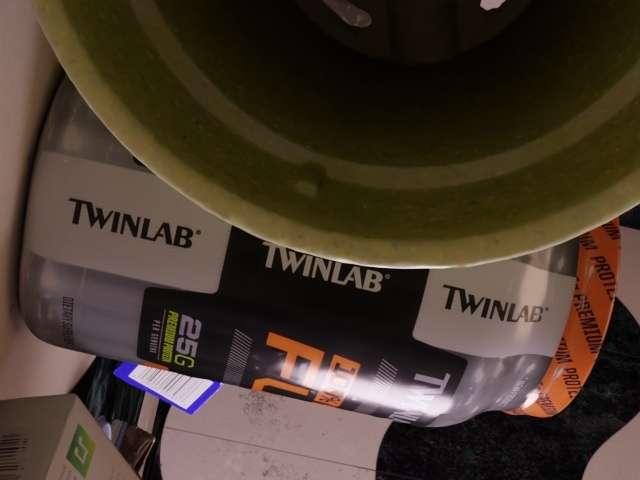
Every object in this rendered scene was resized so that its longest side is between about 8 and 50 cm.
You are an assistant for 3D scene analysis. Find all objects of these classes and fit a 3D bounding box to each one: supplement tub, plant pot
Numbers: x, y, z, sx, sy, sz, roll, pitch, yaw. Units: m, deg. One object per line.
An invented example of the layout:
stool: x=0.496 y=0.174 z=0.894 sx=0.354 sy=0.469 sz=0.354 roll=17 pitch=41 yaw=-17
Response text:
supplement tub: x=0.000 y=0.000 z=0.547 sx=0.193 sy=0.315 sz=0.194 roll=-167 pitch=-90 yaw=-86
plant pot: x=0.041 y=-0.156 z=0.411 sx=0.254 sy=0.275 sz=0.276 roll=-70 pitch=175 yaw=-73

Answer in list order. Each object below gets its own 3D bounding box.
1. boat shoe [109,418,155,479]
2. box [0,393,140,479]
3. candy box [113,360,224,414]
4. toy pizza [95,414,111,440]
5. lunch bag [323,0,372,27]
boat shoe: x=-0.238 y=0.294 z=1.065 sx=0.066 sy=0.066 sz=0.183 roll=108 pitch=-7 yaw=-48
box: x=-0.121 y=0.274 z=0.505 sx=0.232 sy=0.058 sz=0.322 roll=-82 pitch=157 yaw=-45
candy box: x=-0.103 y=0.007 z=1.105 sx=0.268 sy=0.122 sz=0.317 roll=-45 pitch=-160 yaw=30
toy pizza: x=-0.223 y=0.251 z=0.790 sx=0.201 sy=0.032 sz=0.201 roll=-168 pitch=-90 yaw=-86
lunch bag: x=0.001 y=-0.298 z=1.274 sx=0.287 sy=0.169 sz=0.235 roll=-47 pitch=-175 yaw=-28
